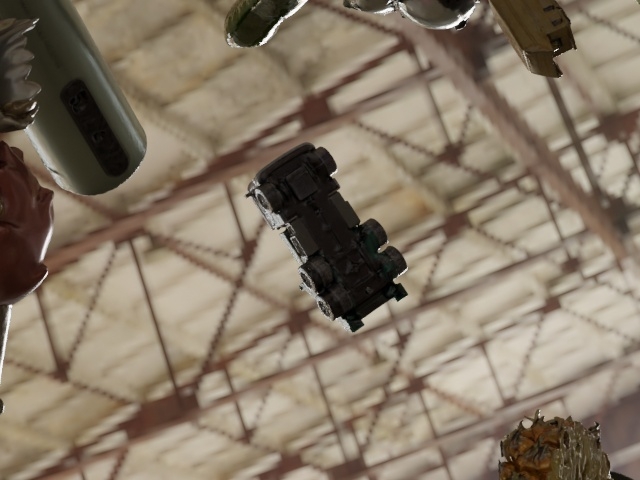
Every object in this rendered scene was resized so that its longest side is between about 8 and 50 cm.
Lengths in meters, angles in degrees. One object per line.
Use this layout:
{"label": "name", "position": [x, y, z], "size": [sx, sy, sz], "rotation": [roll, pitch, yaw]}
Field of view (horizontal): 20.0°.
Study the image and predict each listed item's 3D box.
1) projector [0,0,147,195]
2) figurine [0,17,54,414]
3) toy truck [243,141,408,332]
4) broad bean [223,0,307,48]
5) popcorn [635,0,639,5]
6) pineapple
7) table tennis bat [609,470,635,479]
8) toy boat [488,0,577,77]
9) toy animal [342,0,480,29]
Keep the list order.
{"label": "projector", "position": [-0.270, -0.181, 1.728], "size": [0.108, 0.108, 0.337], "rotation": [-21, -39, 4]}
{"label": "figurine", "position": [-0.303, -0.048, 1.473], "size": [0.166, 0.387, 0.207], "rotation": [-13, 19, -42]}
{"label": "toy truck", "position": [0.000, 0.000, 2.117], "size": [0.110, 0.216, 0.116], "rotation": [-34, 3, -19]}
{"label": "broad bean", "position": [-0.033, -0.253, 1.751], "size": [0.098, 0.056, 0.318], "rotation": [-42, 3, -19]}
{"label": "popcorn", "position": [0.487, -0.356, 2.042], "size": [0.335, 0.274, 0.279], "rotation": [-38, 17, -33]}
{"label": "pineapple", "position": [0.246, 0.237, 1.840], "size": [0.079, 0.135, 0.233], "rotation": [-13, -33, 22]}
{"label": "table tennis bat", "position": [0.308, 0.334, 2.104], "size": [0.021, 0.154, 0.274], "rotation": [7, -16, 47]}
{"label": "toy boat", "position": [0.274, -0.283, 2.331], "size": [0.077, 0.200, 0.057], "rotation": [-25, -48, 2]}
{"label": "toy animal", "position": [0.079, -0.286, 1.864], "size": [0.179, 0.138, 0.166], "rotation": [7, -13, 7]}
